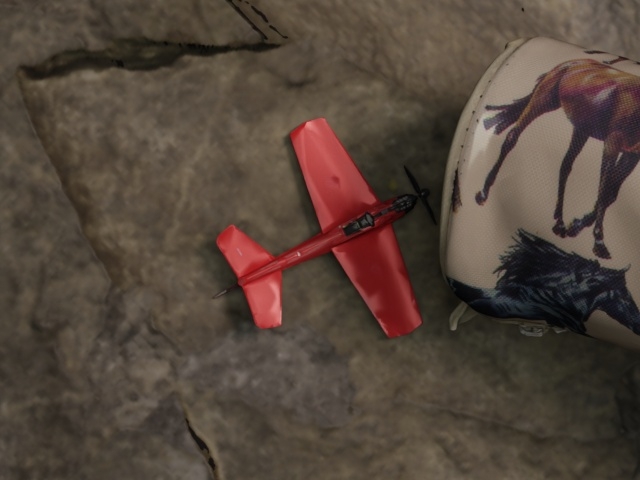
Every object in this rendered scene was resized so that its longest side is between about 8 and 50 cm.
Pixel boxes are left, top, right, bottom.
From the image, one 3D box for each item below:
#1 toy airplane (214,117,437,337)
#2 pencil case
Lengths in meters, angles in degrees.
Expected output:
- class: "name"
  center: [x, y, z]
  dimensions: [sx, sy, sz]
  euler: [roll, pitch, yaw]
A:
- class: "toy airplane"
  center: [0.000, 0.000, 1.224]
  dimensions: [0.151, 0.028, 0.151]
  euler: [0, 87, 0]
- class: "pencil case"
  center: [0.269, 0.029, 1.089]
  dimensions: [0.410, 0.160, 0.184]
  euler: [22, 129, 23]
